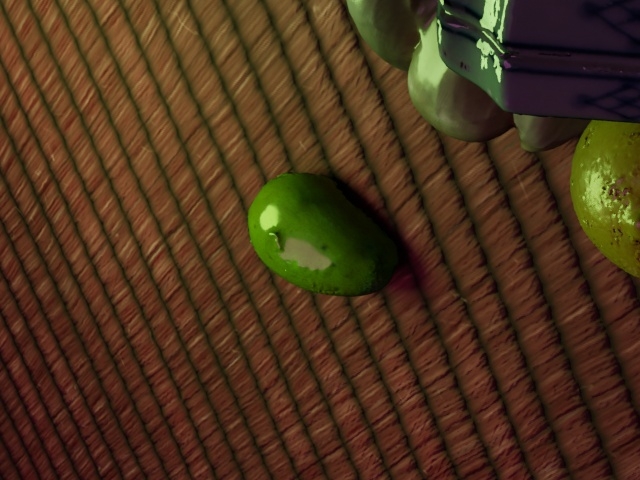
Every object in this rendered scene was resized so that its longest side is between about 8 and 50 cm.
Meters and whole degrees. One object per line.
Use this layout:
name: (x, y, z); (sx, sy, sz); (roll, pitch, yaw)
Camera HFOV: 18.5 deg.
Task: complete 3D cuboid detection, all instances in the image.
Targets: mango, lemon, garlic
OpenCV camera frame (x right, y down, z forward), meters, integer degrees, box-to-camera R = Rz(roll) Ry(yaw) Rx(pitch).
mango: (-0.001, 0.001, 2.128); (0.178, 0.100, 0.119); (29, 135, 17)
lemon: (0.298, -0.052, 1.653); (0.173, 0.206, 0.173); (0, 110, 1)
garlic: (0.142, -0.206, 1.740); (0.279, 0.132, 0.325); (44, 140, 7)

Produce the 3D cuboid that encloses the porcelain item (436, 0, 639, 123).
porcelain item: (0.230, -0.213, 1.456); (0.281, 0.286, 0.157); (5, 131, 2)
